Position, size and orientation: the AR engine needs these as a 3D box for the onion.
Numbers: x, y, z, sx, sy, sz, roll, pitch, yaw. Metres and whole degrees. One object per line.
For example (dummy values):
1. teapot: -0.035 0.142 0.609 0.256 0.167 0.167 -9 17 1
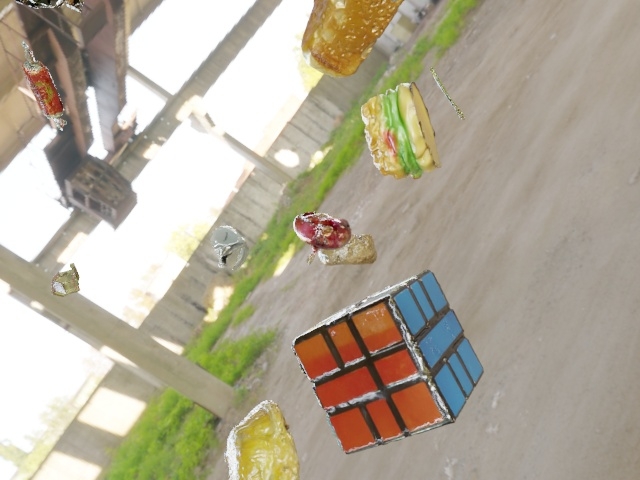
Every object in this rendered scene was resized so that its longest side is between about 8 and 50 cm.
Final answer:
1. onion: 0.000 0.000 1.365 0.150 0.150 0.140 -88 11 -76

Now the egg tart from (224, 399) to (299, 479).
1. egg tart: -0.168 0.610 1.449 0.339 0.153 0.351 110 153 -43

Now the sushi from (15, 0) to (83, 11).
1. sushi: -0.613 -0.541 1.048 0.149 0.287 0.140 8 94 56

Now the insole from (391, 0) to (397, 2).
1. insole: 0.213 -0.653 1.268 0.065 0.006 0.193 11 -72 -58

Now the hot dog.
1. hot dog: 0.092 -0.664 1.484 0.405 0.185 0.223 -49 38 42

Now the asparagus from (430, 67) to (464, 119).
1. asparagus: 0.336 -0.389 1.434 0.013 0.166 0.016 -30 -2 -28

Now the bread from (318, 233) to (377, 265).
1. bread: 0.103 0.035 2.041 0.230 0.230 0.123 161 109 -77

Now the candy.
1. candy: -0.822 -0.448 1.600 0.059 0.086 0.292 -35 -40 -29

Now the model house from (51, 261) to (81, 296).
1. model house: -0.559 0.091 1.174 0.083 0.058 0.057 -124 24 -51

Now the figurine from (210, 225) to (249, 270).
1. figurine: -0.199 0.023 1.177 0.086 0.082 0.094 106 176 -53

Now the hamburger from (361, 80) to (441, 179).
1. hamburger: 0.185 -0.244 1.269 0.149 0.237 0.237 -18 23 20

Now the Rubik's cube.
1. Rubik's cube: 0.154 0.261 1.204 0.293 0.283 0.288 -27 -4 28
